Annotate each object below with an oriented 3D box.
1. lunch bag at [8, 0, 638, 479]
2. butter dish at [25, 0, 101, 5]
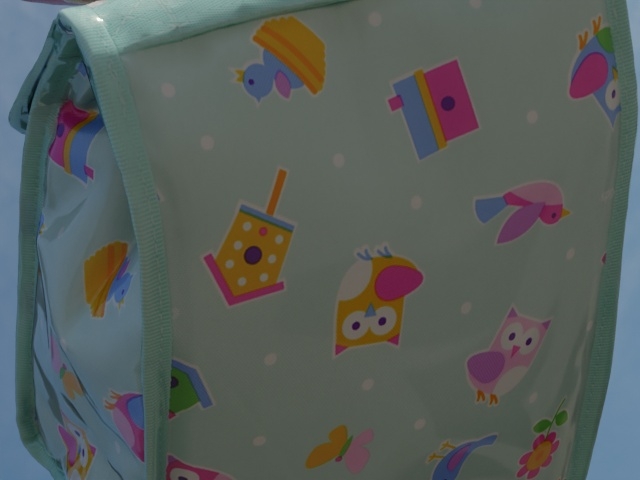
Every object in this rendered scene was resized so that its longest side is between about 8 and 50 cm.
[{"bbox_3d":[0.000,0.000,0.639,0.223,0.160,0.262,-14,-49,-24],"label":"lunch bag"},{"bbox_3d":[-0.061,-0.177,0.712,0.160,0.118,0.160,2,-22,-6],"label":"butter dish"}]
